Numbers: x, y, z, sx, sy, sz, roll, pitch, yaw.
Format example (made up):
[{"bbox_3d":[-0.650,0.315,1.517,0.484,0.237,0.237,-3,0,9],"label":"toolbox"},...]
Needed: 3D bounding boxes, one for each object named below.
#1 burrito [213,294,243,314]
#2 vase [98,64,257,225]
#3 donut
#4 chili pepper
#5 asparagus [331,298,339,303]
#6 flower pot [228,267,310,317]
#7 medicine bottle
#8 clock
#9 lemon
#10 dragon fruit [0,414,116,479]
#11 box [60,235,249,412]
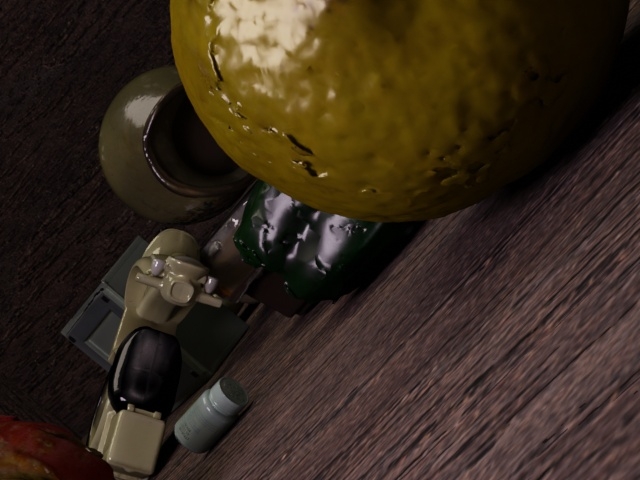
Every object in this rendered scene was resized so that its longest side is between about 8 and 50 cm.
[{"bbox_3d":[-0.158,0.062,2.435,0.332,0.135,0.190,-49,-4,-32],"label":"burrito"},{"bbox_3d":[-0.152,-0.165,2.077,0.329,0.241,0.302,-25,6,-25],"label":"vase"},{"bbox_3d":[-0.041,-0.053,2.131,0.382,0.142,0.382,-49,5,5],"label":"donut"},{"bbox_3d":[0.031,-0.061,1.406,0.261,0.165,0.174,-53,-6,10],"label":"chili pepper"},{"bbox_3d":[0.059,0.005,1.520,0.166,0.013,0.016,-52,16,-20],"label":"asparagus"},{"bbox_3d":[0.000,0.000,1.621,0.179,0.084,0.251,-51,0,-34],"label":"flower pot"},{"bbox_3d":[-0.117,0.188,1.510,0.083,0.047,0.047,-49,5,24],"label":"medicine bottle"},{"bbox_3d":[-0.231,0.146,1.933,0.276,0.120,0.379,148,137,-69],"label":"clock"},{"bbox_3d":[0.060,-0.186,1.053,0.350,0.350,0.387,-49,-7,13],"label":"lemon"},{"bbox_3d":[-0.299,0.289,1.213,0.250,0.269,0.291,-58,-4,29],"label":"dragon fruit"},{"bbox_3d":[-0.269,0.143,2.220,0.117,0.225,0.225,-53,5,-34],"label":"box"}]
